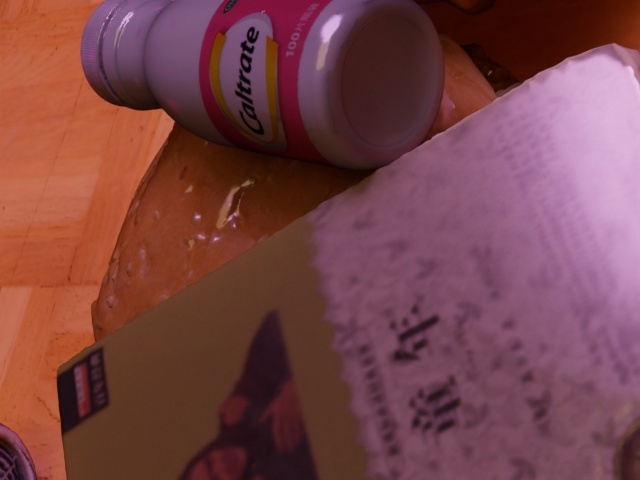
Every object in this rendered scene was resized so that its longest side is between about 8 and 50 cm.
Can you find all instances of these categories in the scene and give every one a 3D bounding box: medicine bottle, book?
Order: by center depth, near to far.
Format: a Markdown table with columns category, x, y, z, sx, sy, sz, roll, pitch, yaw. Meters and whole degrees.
| category | x | y | z | sx | sy | sz | roll | pitch | yaw |
| --- | --- | --- | --- | --- | --- | --- | --- | --- | --- |
| book | 0.026 | 0.083 | 0.639 | 0.352 | 0.035 | 0.239 | -30 | 53 | 22 |
| medicine bottle | -0.040 | -0.093 | 0.753 | 0.216 | 0.090 | 0.090 | 13 | 75 | 46 |

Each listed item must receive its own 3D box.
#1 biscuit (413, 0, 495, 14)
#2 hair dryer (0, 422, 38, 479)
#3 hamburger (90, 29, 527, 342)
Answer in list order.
| category | x | y | z | sx | sy | sz | roll | pitch | yaw |
| --- | --- | --- | --- | --- | --- | --- | --- | --- | --- |
| biscuit | 0.048 | -0.239 | 0.870 | 0.318 | 0.110 | 0.312 | -37 | 39 | -30 |
| hair dryer | -0.282 | 0.294 | 0.933 | 0.189 | 0.107 | 0.344 | -14 | 68 | 30 |
| hamburger | -0.001 | 0.001 | 0.826 | 0.259 | 0.144 | 0.283 | 9 | 67 | 44 |
